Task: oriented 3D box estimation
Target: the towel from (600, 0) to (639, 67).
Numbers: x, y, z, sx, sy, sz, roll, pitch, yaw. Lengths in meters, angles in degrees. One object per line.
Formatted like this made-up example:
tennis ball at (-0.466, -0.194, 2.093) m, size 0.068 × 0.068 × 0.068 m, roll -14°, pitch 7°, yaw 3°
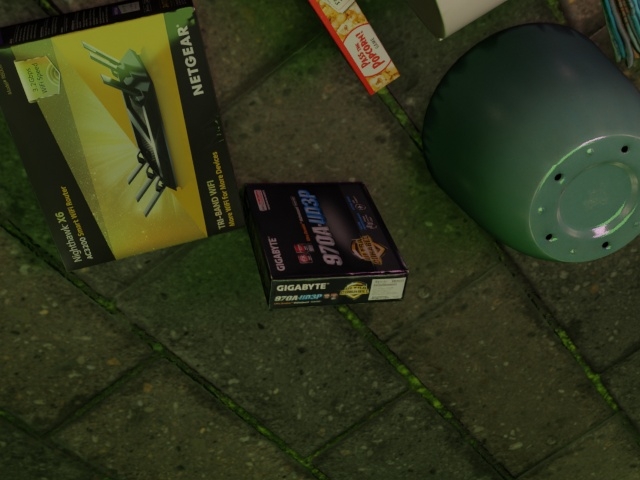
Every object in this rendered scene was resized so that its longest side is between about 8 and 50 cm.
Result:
towel at (0.333, -0.401, 0.874) m, size 0.040 × 0.370 × 0.271 m, roll -1°, pitch 136°, yaw 35°

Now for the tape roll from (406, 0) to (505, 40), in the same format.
tape roll at (0.142, -0.362, 0.881) m, size 0.169 × 0.246 × 0.246 m, roll -32°, pitch 125°, yaw 6°

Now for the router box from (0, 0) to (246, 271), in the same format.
router box at (-0.242, -0.130, 1.027) m, size 0.243 × 0.081 × 0.308 m, roll -15°, pitch 125°, yaw -6°

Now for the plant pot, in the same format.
plant pot at (0.312, -0.109, 1.102) m, size 0.293 × 0.235 × 0.293 m, roll -7°, pitch 123°, yaw -11°

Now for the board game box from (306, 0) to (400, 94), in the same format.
board game box at (0.009, -0.278, 0.959) m, size 0.045 × 0.146 × 0.193 m, roll -34°, pitch 124°, yaw 7°

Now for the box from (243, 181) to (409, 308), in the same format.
box at (0.000, 0.000, 1.095) m, size 0.175 × 0.220 × 0.051 m, roll -2°, pitch 125°, yaw -14°
